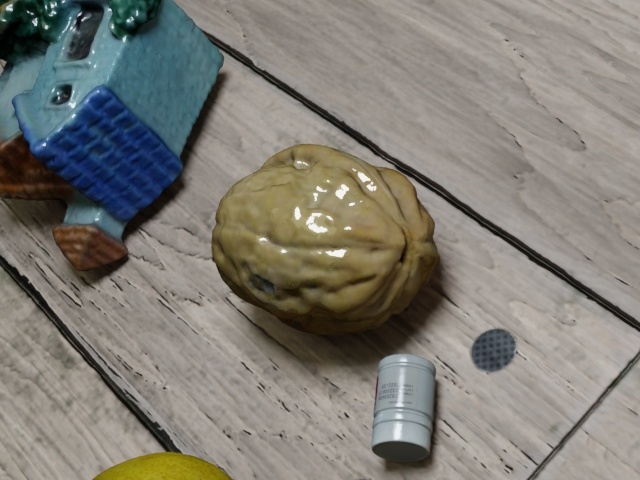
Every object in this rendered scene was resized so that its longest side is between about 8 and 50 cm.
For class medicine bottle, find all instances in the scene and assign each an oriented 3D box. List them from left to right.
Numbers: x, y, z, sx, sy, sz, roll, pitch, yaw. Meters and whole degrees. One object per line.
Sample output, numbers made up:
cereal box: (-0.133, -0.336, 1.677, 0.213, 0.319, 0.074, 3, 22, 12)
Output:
medicine bottle: (0.081, 0.163, 1.263, 0.058, 0.058, 0.091, -9, 56, 26)

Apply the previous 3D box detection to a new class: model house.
model house: (-0.311, -0.139, 1.588, 0.295, 0.252, 0.329, 5, 69, 33)

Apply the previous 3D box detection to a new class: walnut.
walnut: (0.000, 0.000, 1.330, 0.245, 0.198, 0.198, 13, 68, 41)

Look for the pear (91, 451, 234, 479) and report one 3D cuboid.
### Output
pear: (-0.140, 0.304, 1.205, 0.209, 0.209, 0.209, -15, 54, 22)
